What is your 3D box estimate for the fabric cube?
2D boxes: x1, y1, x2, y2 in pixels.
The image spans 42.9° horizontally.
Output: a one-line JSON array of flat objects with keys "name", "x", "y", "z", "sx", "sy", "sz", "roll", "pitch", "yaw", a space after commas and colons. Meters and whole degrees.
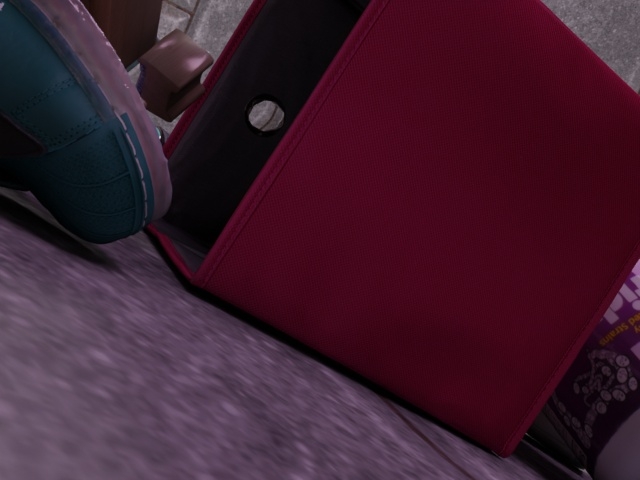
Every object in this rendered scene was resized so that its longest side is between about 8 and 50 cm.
[{"name": "fabric cube", "x": 0.051, "y": -0.047, "z": 0.601, "sx": 0.258, "sy": 0.254, "sz": 0.259, "roll": 31, "pitch": 0, "yaw": -25}]

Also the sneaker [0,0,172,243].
[{"name": "sneaker", "x": -0.198, "y": -0.100, "z": 0.351, "sx": 0.302, "sy": 0.121, "sz": 0.108, "roll": 49, "pitch": -28, "yaw": -8}]

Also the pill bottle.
[{"name": "pill bottle", "x": 0.256, "y": 0.104, "z": 0.641, "sx": 0.169, "sy": 0.169, "sz": 0.301, "roll": 32, "pitch": 19, "yaw": -43}]

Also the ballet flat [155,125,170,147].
[{"name": "ballet flat", "x": -0.248, "y": -0.132, "z": 1.318, "sx": 0.074, "sy": 0.074, "sz": 0.203, "roll": 32, "pitch": 7, "yaw": -28}]

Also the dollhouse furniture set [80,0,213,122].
[{"name": "dollhouse furniture set", "x": -0.111, "y": -0.242, "z": 0.502, "sx": 0.198, "sy": 0.303, "sz": 0.286, "roll": 36, "pitch": -35, "yaw": 5}]

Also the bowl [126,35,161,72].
[{"name": "bowl", "x": -0.359, "y": -0.253, "z": 0.948, "sx": 0.312, "sy": 0.163, "sz": 0.311, "roll": 31, "pitch": 1, "yaw": 0}]

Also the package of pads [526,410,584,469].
[{"name": "package of pads", "x": 0.252, "y": 0.050, "z": 0.856, "sx": 0.229, "sy": 0.296, "sz": 0.101, "roll": 32, "pitch": -12, "yaw": 20}]
